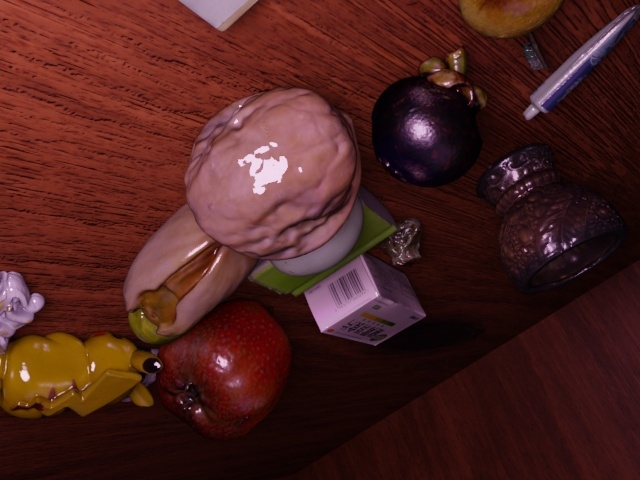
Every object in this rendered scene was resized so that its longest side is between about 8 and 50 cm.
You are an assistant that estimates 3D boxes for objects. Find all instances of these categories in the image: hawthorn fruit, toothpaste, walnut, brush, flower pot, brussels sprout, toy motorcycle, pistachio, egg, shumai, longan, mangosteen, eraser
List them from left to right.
[{"bbox_3d":[-0.546,0.117,1.060,0.151,0.074,0.229,1,134,-32],"label":"toy motorcycle"},{"bbox_3d":[-0.308,0.134,1.240,0.155,0.117,0.155,-21,128,-28],"label":"brussels sprout"},{"bbox_3d":[-0.218,0.036,1.092,0.288,0.166,0.197,-41,-170,16],"label":"pistachio"},{"bbox_3d":[-0.197,0.261,1.435,0.369,0.284,0.285,-54,179,-45],"label":"hawthorn fruit"},{"bbox_3d":[-0.062,-0.097,0.916,0.273,0.227,0.273,-23,150,-14],"label":"walnut"},{"bbox_3d":[-0.011,-0.022,1.100,0.192,0.149,0.149,-40,153,-3],"label":"egg"},{"bbox_3d":[0.000,0.000,1.290,0.274,0.092,0.210,-35,151,15],"label":"eraser"},{"bbox_3d":[0.197,0.012,1.475,0.098,0.087,0.124,-12,149,-20],"label":"shumai"},{"bbox_3d":[0.184,-0.197,1.015,0.231,0.194,0.194,-56,148,3],"label":"mangosteen"},{"bbox_3d":[0.253,-0.341,0.817,0.145,0.176,0.155,12,109,7],"label":"longan"},{"bbox_3d":[0.344,-0.333,1.051,0.027,0.034,0.190,-19,158,25],"label":"brush"},{"bbox_3d":[0.494,-0.057,1.406,0.266,0.267,0.267,-18,153,-10],"label":"flower pot"},{"bbox_3d":[0.479,-0.324,1.166,0.069,0.047,0.268,17,129,-36],"label":"toothpaste"}]

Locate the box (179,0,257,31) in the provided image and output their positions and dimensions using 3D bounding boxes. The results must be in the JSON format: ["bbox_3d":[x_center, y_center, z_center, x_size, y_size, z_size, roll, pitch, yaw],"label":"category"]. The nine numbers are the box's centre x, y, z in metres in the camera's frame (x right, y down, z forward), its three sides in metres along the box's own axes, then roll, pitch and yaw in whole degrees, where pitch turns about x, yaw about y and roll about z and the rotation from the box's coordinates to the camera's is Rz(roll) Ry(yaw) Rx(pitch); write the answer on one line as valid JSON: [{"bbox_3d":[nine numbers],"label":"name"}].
[{"bbox_3d":[-0.072,-0.357,0.646,0.270,0.045,0.210,-36,151,21],"label":"box"}]

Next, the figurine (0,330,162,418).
[{"bbox_3d":[-0.480,0.266,1.270,0.326,0.169,0.218,-3,150,-35],"label":"figurine"}]

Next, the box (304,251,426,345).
[{"bbox_3d":[0.116,0.149,1.590,0.173,0.145,0.332,-32,153,18],"label":"box"}]

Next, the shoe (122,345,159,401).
[{"bbox_3d":[-0.450,0.306,1.477,0.106,0.092,0.207,21,137,-26],"label":"shoe"}]
